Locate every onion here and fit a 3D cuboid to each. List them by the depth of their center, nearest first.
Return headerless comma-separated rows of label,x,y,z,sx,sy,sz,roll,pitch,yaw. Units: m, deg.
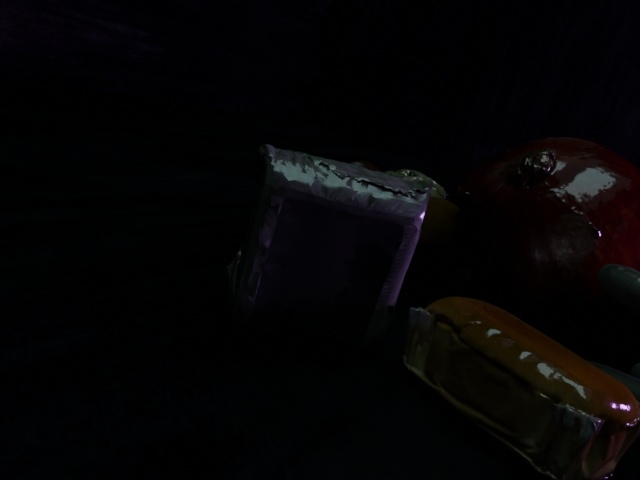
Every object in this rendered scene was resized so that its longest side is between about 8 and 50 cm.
onion,0.384,-0.005,0.923,0.342,0.340,0.341,15,15,-4

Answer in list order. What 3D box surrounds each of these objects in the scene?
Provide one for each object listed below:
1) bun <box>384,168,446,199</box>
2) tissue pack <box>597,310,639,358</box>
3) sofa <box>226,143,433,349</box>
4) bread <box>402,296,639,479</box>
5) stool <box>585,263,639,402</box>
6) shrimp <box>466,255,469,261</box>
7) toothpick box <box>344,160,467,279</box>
bun,0.266,-0.147,1.686,0.237,0.116,0.210,-2,23,-44
tissue pack,0.618,0.133,0.910,0.199,0.209,0.370,5,19,-16
sofa,0.000,0.000,0.711,0.210,0.225,0.176,11,20,-10
bread,0.210,0.148,0.626,0.136,0.106,0.241,7,18,-38
stool,0.457,0.148,0.718,0.196,0.195,0.199,8,13,-24
shrimp,0.406,0.047,1.276,0.220,0.046,0.152,21,17,3
toothpick box,0.114,-0.023,0.985,0.295,0.192,0.192,11,16,-37
